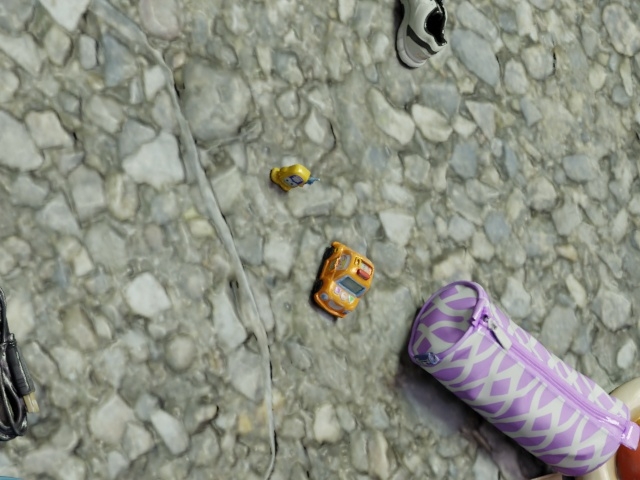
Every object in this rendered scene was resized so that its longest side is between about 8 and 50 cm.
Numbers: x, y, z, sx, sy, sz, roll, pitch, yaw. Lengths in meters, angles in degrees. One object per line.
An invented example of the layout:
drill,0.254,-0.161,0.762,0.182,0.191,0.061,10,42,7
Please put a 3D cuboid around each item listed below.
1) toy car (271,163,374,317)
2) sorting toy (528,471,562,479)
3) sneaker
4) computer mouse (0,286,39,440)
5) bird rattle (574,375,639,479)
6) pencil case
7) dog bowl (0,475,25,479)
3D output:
toy car,0.000,0.000,1.420,0.122,0.040,0.060,51,51,-18
sorting toy,0.178,0.229,1.528,0.083,0.012,0.062,-7,88,-45
sneaker,0.090,-0.202,1.551,0.040,0.044,0.109,9,71,-37
computer mouse,-0.265,0.101,1.166,0.193,0.042,0.106,-23,98,-48
bird rattle,0.306,0.219,1.577,0.253,0.143,0.207,-40,80,-6
pencil case,0.164,0.112,1.498,0.206,0.088,0.086,37,51,-28
dog bowl,-0.165,0.292,1.175,0.166,0.074,0.297,-21,93,-42
